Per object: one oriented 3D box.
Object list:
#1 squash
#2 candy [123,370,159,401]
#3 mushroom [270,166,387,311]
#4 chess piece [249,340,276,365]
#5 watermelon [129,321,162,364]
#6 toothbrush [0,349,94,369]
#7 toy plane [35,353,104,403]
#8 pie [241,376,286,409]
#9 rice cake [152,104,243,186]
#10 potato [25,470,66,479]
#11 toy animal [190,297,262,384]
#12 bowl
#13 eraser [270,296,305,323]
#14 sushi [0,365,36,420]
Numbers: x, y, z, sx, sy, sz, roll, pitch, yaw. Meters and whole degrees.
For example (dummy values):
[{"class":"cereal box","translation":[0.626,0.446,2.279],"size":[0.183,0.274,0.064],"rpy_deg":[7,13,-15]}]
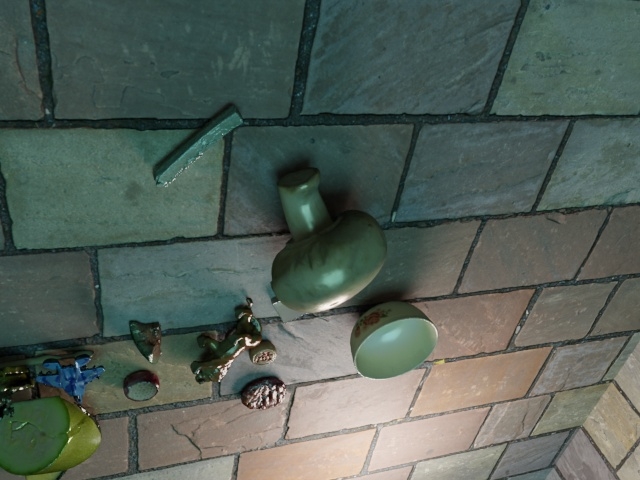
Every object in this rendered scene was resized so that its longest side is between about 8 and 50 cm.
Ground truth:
[{"class":"squash","translation":[-0.749,0.550,1.837],"size":[0.234,0.210,0.309],"rpy_deg":[-11,168,3]},{"class":"candy","translation":[-0.516,0.422,1.865],"size":[0.103,0.043,0.103],"rpy_deg":[-12,133,-13]},{"class":"mushroom","translation":[0.028,0.023,1.576],"size":[0.316,0.315,0.355],"rpy_deg":[0,129,-23]},{"class":"chess piece","translation":[-0.174,0.339,1.942],"size":[0.084,0.038,0.083],"rpy_deg":[-13,132,-15]},{"class":"watermelon","translation":[-0.462,0.292,1.756],"size":[0.080,0.101,0.155],"rpy_deg":[-16,144,-25]},{"class":"toothbrush","translation":[-0.746,0.315,1.686],"size":[0.295,0.026,0.028],"rpy_deg":[-3,145,-21]},{"class":"toy plane","translation":[-0.660,0.378,1.733],"size":[0.170,0.078,0.246],"rpy_deg":[-7,151,-14]},{"class":"pie","translation":[-0.182,0.497,2.080],"size":[0.155,0.036,0.154],"rpy_deg":[-11,132,-12]},{"class":"rice cake","translation":[-0.271,-0.205,1.411],"size":[0.245,0.045,0.042],"rpy_deg":[-38,136,12]},{"class":"potato","translation":[-0.836,0.688,1.952],"size":[0.096,0.066,0.103],"rpy_deg":[-48,127,1]},{"class":"toy animal","translation":[-0.262,0.308,1.853],"size":[0.312,0.097,0.157],"rpy_deg":[-40,145,10]},{"class":"bowl","translation":[0.208,0.288,1.986],"size":[0.277,0.145,0.276],"rpy_deg":[-13,134,-14]},{"class":"eraser","translation":[-0.058,0.173,1.854],"size":[0.151,0.023,0.103],"rpy_deg":[-26,135,-1]},{"class":"sushi","translation":[-0.869,0.409,1.630],"size":[0.291,0.131,0.139],"rpy_deg":[-26,163,13]}]
